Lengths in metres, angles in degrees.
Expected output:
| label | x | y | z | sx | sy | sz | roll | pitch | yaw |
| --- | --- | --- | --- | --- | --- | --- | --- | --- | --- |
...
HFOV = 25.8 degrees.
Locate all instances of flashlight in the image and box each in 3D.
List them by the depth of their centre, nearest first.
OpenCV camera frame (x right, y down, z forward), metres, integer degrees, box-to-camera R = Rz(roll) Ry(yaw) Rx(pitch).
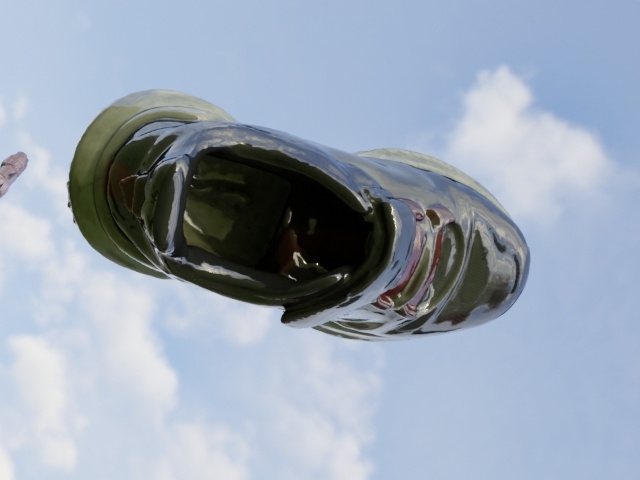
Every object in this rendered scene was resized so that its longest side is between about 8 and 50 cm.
| label | x | y | z | sx | sy | sz | roll | pitch | yaw |
| --- | --- | --- | --- | --- | --- | --- | --- | --- | --- |
| flashlight | -0.390 | -0.080 | 1.723 | 0.052 | 0.110 | 0.031 | -36 | -73 | 29 |

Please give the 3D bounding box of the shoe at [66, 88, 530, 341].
| label | x | y | z | sx | sy | sz | roll | pitch | yaw |
| --- | --- | --- | --- | --- | --- | --- | --- | --- | --- |
| shoe | 0.000 | 0.000 | 0.629 | 0.112 | 0.227 | 0.099 | -144 | -110 | -72 |
